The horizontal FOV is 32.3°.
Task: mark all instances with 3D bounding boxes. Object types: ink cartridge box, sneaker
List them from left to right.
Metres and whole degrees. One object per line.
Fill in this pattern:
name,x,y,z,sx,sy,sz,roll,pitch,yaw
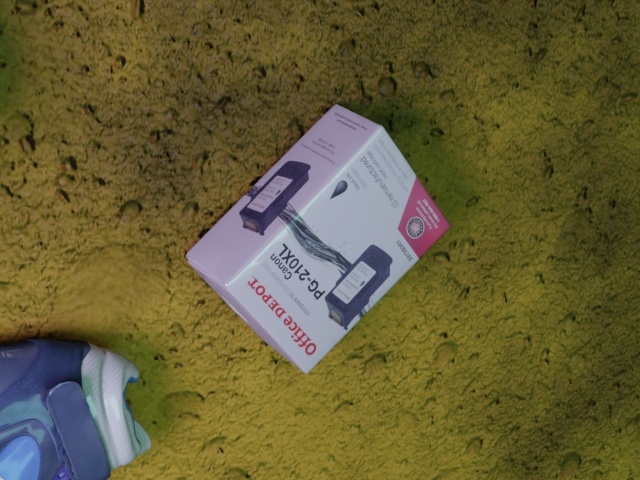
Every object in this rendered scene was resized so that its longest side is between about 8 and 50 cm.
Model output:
sneaker,-0.282,0.254,1.112,0.236,0.130,0.323,4,103,-31
ink cartridge box,0.000,0.000,1.205,0.237,0.100,0.172,-46,128,-8
